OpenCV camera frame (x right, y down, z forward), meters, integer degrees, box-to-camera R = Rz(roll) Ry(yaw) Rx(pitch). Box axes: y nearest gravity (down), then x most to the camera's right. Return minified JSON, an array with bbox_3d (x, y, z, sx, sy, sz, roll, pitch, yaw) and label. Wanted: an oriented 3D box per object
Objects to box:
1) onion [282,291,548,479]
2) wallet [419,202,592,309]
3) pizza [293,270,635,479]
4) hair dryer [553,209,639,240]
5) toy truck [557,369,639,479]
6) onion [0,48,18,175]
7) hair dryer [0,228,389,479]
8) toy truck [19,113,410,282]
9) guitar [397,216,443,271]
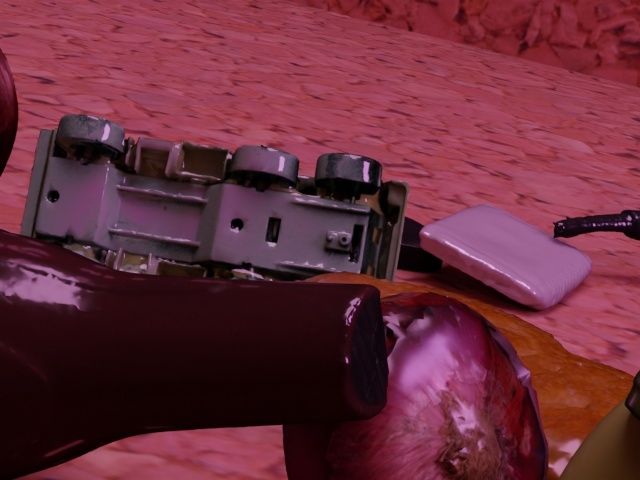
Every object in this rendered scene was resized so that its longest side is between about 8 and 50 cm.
[{"bbox_3d":[0.029,0.103,0.749,0.150,0.150,0.140,-1,-10,-40],"label":"onion"},{"bbox_3d":[0.160,0.013,1.299,0.124,0.032,0.183,30,20,16],"label":"wallet"},{"bbox_3d":[0.108,0.099,0.880,0.365,0.074,0.182,22,20,38],"label":"pizza"},{"bbox_3d":[0.374,0.013,1.381,0.359,0.120,0.304,1,31,-23],"label":"hair dryer"},{"bbox_3d":[0.200,0.156,0.629,0.210,0.148,0.187,34,2,-22],"label":"toy truck"},{"bbox_3d":[-0.280,-0.020,0.843,0.272,0.195,0.272,-33,4,3],"label":"onion"},{"bbox_3d":[-0.166,0.095,0.596,0.312,0.123,0.340,0,22,24],"label":"hair dryer"},{"bbox_3d":[-0.077,0.001,1.076,0.259,0.128,0.135,9,-11,-2],"label":"toy truck"},{"bbox_3d":[0.000,0.000,1.264,0.233,0.025,0.088,1,22,-35],"label":"guitar"}]
